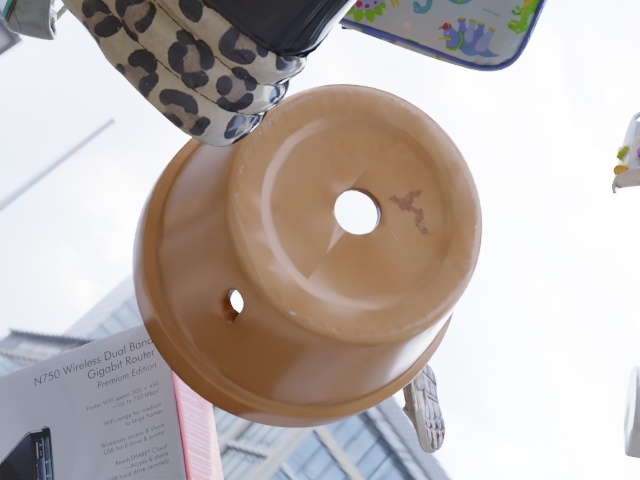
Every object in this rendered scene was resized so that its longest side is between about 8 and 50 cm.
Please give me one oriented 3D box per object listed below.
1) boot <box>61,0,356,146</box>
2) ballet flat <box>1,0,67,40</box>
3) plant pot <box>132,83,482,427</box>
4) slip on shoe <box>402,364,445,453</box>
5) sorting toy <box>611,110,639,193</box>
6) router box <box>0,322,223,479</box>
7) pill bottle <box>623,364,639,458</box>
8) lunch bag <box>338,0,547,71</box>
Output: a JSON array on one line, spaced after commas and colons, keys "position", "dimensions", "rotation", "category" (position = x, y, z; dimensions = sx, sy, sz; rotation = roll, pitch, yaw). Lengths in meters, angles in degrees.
[{"position": [-0.038, -0.257, 0.485], "dimensions": [0.284, 0.138, 0.377], "rotation": [-47, -119, 27], "category": "boot"}, {"position": [-0.249, -0.292, 0.973], "dimensions": [0.068, 0.072, 0.213], "rotation": [19, -62, -17], "category": "ballet flat"}, {"position": [0.000, 0.000, 0.821], "dimensions": [0.291, 0.291, 0.203], "rotation": [46, -21, 0], "category": "plant pot"}, {"position": [0.127, 0.217, 1.287], "dimensions": [0.041, 0.135, 0.051], "rotation": [-30, -49, 25], "category": "slip on shoe"}, {"position": [0.303, -0.088, 0.912], "dimensions": [0.083, 0.075, 0.045], "rotation": [-7, -33, 39], "category": "sorting toy"}, {"position": [-0.257, 0.270, 0.965], "dimensions": [0.082, 0.335, 0.301], "rotation": [46, 27, -58], "category": "router box"}, {"position": [0.452, 0.200, 1.082], "dimensions": [0.229, 0.131, 0.131], "rotation": [6, -39, 11], "category": "pill bottle"}, {"position": [0.095, -0.251, 0.870], "dimensions": [0.219, 0.090, 0.176], "rotation": [19, -54, 3], "category": "lunch bag"}]
